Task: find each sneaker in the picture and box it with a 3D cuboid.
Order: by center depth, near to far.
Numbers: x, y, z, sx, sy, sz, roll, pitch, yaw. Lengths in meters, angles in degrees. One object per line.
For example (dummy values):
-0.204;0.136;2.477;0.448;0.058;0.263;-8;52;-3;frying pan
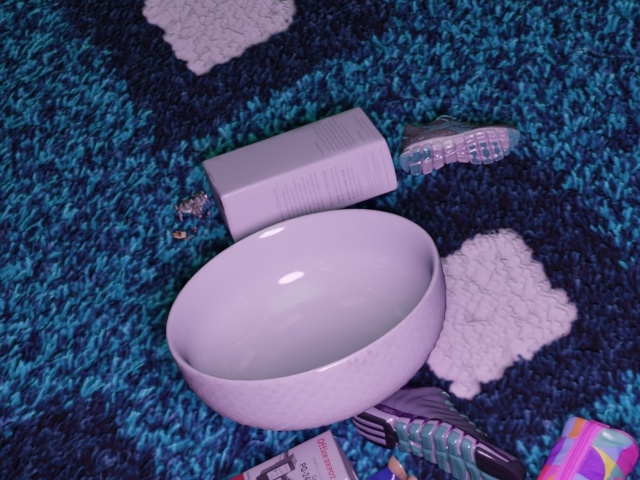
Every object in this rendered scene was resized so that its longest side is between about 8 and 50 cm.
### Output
0.152;0.216;1.949;0.223;0.083;0.098;21;54;22;sneaker
0.184;-0.142;2.222;0.166;0.065;0.076;-8;49;-1;sneaker

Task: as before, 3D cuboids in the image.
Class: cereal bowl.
-0.004;0.113;1.975;0.339;0.141;0.339;-15;31;9;cereal bowl

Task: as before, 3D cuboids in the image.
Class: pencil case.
0.272;0.308;1.851;0.104;0.104;0.236;22;57;21;pencil case

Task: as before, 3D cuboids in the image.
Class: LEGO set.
-0.174;-0.038;2.211;0.054;0.023;0.083;-3;53;5;LEGO set

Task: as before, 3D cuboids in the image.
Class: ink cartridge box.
-0.031;0.296;1.884;0.150;0.063;0.109;-27;28;1;ink cartridge box

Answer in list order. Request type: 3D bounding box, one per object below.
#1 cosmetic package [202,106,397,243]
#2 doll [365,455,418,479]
-0.027;-0.087;2.173;0.231;0.085;0.117;-20;31;-6;cosmetic package
0.027;0.327;1.903;0.189;0.046;0.129;-34;47;-15;doll
